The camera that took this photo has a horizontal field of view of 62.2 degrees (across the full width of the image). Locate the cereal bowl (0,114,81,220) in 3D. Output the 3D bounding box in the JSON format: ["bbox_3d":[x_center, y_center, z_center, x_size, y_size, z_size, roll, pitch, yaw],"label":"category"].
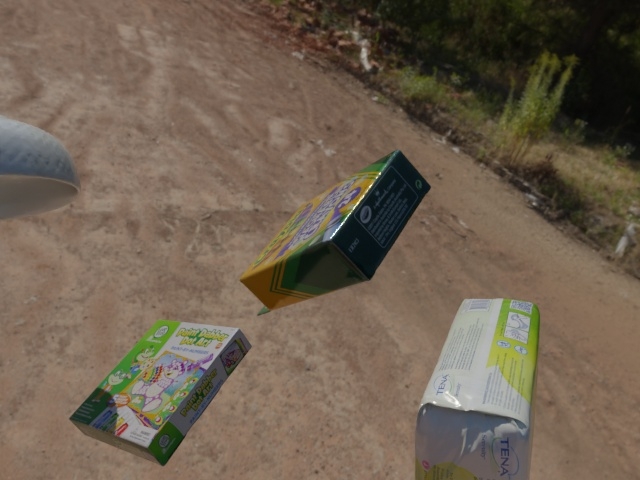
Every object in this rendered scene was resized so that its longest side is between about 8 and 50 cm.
[{"bbox_3d":[-0.586,-0.124,0.882,0.338,0.141,0.339,-11,-4,-1],"label":"cereal bowl"}]

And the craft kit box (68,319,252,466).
[{"bbox_3d":[-0.284,0.253,0.946,0.249,0.061,0.247,-3,35,38],"label":"craft kit box"}]

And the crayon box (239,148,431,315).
[{"bbox_3d":[0.000,0.000,0.842,0.083,0.323,0.203,46,55,-13],"label":"crayon box"}]

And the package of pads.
[{"bbox_3d":[0.169,0.238,0.564,0.101,0.297,0.229,5,21,23],"label":"package of pads"}]
